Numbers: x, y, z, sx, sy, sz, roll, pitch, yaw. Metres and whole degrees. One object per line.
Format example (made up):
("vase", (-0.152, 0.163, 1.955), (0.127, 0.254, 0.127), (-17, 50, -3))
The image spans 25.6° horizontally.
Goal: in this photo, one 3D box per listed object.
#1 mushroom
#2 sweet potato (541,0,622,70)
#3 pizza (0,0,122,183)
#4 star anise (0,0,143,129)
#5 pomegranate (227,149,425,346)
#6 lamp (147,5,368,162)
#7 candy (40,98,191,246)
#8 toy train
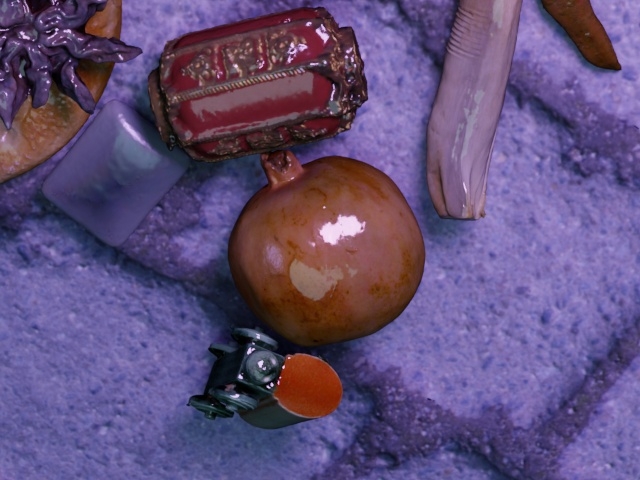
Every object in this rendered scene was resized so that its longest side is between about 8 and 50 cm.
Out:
("mushroom", (0.194, -0.194, 1.781), (0.095, 0.123, 0.351), (2, 109, -13))
("sweet potato", (0.307, -0.310, 1.758), (0.067, 0.067, 0.274), (-28, 116, 14))
("pizza", (-0.374, -0.215, 1.826), (0.182, 0.074, 0.365), (28, 113, -11))
("star anise", (-0.358, -0.249, 1.709), (0.282, 0.129, 0.212), (15, 106, -12))
("pomegranate", (0.000, 0.000, 1.820), (0.252, 0.229, 0.270), (-22, 103, 1))
("lamp", (-0.079, -0.197, 1.773), (0.274, 0.177, 0.177), (-11, 113, 10))
("candy", (-0.274, -0.088, 1.878), (0.138, 0.071, 0.174), (38, 109, -13))
("toy train", (-0.072, 0.200, 1.906), (0.177, 0.285, 0.116), (21, 73, -11))
